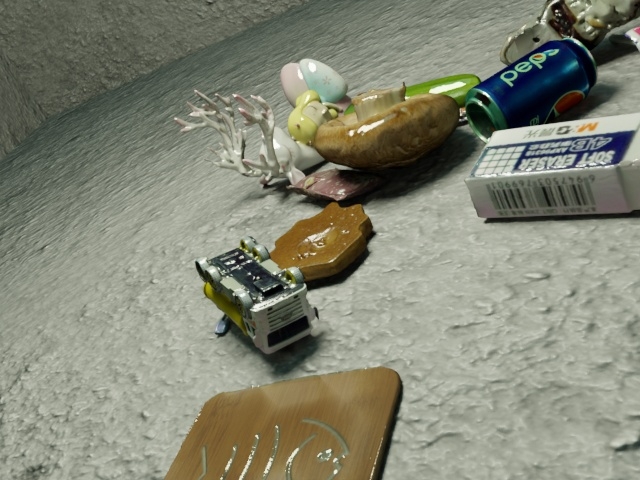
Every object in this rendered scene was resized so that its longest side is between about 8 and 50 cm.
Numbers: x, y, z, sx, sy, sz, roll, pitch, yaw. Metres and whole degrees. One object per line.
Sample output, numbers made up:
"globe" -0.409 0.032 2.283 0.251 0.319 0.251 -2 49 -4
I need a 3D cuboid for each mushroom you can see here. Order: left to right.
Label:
"mushroom" 0.109 -0.193 1.343 0.278 0.145 0.278 -16 13 4

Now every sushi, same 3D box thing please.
"sushi" 0.456 -0.392 1.356 0.332 0.124 0.130 -36 3 38

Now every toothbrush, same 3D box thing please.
"toothbrush" -0.125 0.084 1.224 0.019 0.013 0.193 -7 32 25

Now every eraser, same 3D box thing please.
"eraser" 0.347 -0.097 1.013 0.287 0.086 0.130 0 38 44

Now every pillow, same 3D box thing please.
"pillow" 0.030 -0.099 1.379 0.118 0.043 0.185 -25 23 -24

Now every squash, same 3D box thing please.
"squash" 0.181 -0.261 1.487 0.293 0.082 0.082 -8 32 29

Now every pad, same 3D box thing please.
"pad" -0.060 0.252 0.842 0.284 0.018 0.286 -14 29 26

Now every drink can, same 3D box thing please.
"drink can" 0.343 -0.241 1.251 0.205 0.118 0.118 -34 26 -9

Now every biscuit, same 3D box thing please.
"biscuit" 0.001 0.002 1.230 0.182 0.034 0.215 -13 27 26

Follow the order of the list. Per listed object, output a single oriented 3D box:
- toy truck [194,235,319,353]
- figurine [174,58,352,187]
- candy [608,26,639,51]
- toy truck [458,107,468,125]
"toy truck" -0.095 0.077 1.091 0.098 0.114 0.227 -25 28 -22
"figurine" -0.097 -0.232 1.513 0.207 0.284 0.315 -6 45 41
"candy" 0.552 -0.323 1.246 0.124 0.124 0.365 -25 17 5
"toy truck" 0.268 -0.230 1.410 0.083 0.024 0.031 -11 59 26
